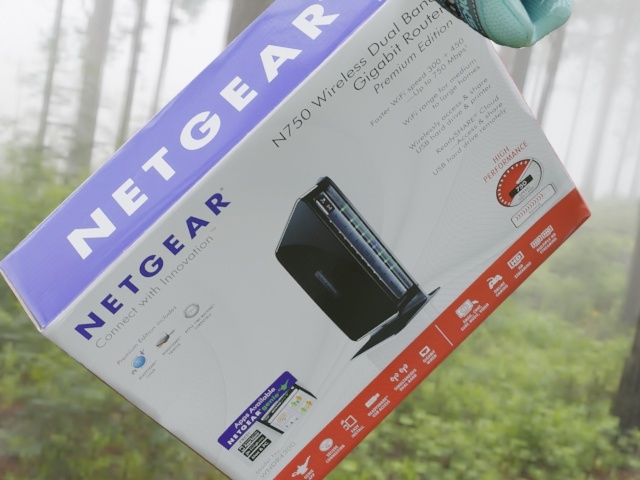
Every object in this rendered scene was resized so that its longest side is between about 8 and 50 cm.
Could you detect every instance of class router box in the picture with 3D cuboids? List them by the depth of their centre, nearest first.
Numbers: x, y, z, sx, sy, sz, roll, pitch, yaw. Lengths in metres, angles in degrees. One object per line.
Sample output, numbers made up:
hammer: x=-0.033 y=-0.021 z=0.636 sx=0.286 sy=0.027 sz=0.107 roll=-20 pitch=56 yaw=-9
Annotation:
router box: x=0.000 y=0.000 z=0.905 sx=0.082 sy=0.335 sz=0.301 roll=44 pitch=-3 yaw=44

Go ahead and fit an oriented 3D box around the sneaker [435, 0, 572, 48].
sneaker: x=0.121 y=-0.200 z=0.537 sx=0.110 sy=0.283 sz=0.122 roll=-21 pitch=63 yaw=-36
